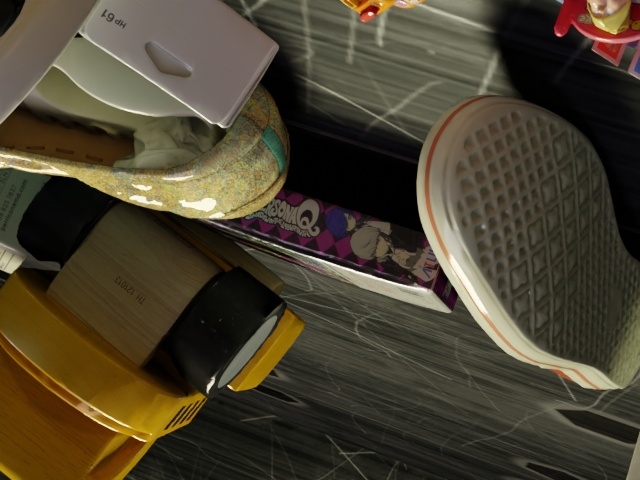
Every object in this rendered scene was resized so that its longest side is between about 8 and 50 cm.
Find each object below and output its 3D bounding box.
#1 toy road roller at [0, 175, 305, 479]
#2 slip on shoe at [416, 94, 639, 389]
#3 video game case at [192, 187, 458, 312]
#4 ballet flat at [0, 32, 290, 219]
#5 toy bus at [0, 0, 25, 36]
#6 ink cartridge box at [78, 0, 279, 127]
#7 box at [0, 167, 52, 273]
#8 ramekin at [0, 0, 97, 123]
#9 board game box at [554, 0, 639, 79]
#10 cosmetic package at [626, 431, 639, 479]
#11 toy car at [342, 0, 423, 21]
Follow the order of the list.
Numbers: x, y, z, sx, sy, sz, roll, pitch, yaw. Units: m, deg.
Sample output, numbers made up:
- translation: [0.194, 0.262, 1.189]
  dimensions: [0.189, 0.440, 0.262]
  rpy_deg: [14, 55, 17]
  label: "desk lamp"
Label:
- translation: [-0.166, 0.087, 0.934]
  dimensions: [0.202, 0.240, 0.329]
  rpy_deg: [38, 180, 7]
  label: "toy road roller"
- translation: [0.122, 0.012, 0.670]
  dimensions: [0.101, 0.123, 0.331]
  rpy_deg: [17, 170, 31]
  label: "slip on shoe"
- translation: [0.000, 0.000, 0.844]
  dimensions: [0.210, 0.041, 0.232]
  rpy_deg: [18, 176, 12]
  label: "video game case"
- translation: [-0.188, -0.099, 0.701]
  dimensions: [0.349, 0.123, 0.123]
  rpy_deg: [14, 164, 6]
  label: "ballet flat"
- translation: [-0.102, -0.126, 0.351]
  dimensions: [0.202, 0.191, 0.104]
  rpy_deg: [-30, 147, 12]
  label: "toy bus"
- translation: [-0.087, -0.112, 0.552]
  dimensions: [0.088, 0.052, 0.122]
  rpy_deg: [32, -175, -35]
  label: "ink cartridge box"
- translation: [-0.336, -0.080, 0.942]
  dimensions: [0.232, 0.126, 0.149]
  rpy_deg: [26, 165, -15]
  label: "box"
- translation: [-0.198, -0.119, 0.487]
  dimensions: [0.207, 0.207, 0.109]
  rpy_deg: [6, 148, 46]
  label: "ramekin"
- translation: [0.112, -0.104, 0.418]
  dimensions: [0.169, 0.033, 0.133]
  rpy_deg: [25, 165, -14]
  label: "board game box"
- translation: [0.302, 0.126, 0.672]
  dimensions: [0.151, 0.183, 0.151]
  rpy_deg: [30, 163, -27]
  label: "cosmetic package"
- translation: [0.001, -0.117, 0.513]
  dimensions: [0.060, 0.040, 0.122]
  rpy_deg: [33, 161, -37]
  label: "toy car"
